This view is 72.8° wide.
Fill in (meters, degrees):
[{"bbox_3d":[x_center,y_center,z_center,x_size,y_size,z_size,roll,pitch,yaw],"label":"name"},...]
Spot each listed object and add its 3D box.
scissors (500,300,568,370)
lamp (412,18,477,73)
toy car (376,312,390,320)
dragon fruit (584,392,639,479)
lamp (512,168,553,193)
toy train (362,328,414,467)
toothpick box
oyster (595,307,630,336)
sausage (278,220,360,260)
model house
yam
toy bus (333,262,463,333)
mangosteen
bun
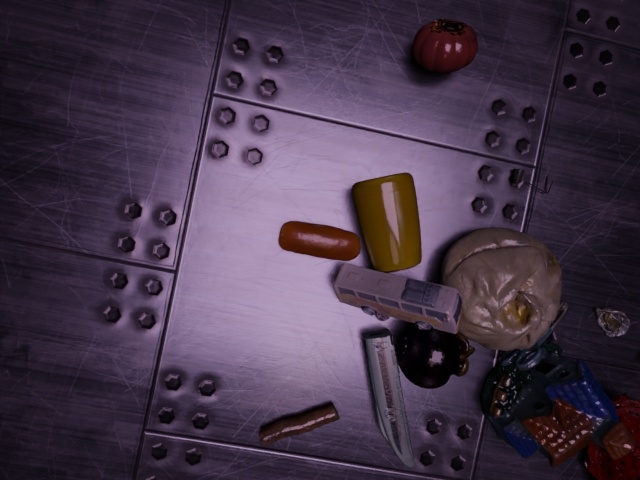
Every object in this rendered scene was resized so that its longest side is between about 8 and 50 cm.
[{"bbox_3d":[0.658,0.282,1.304,0.289,0.138,0.041,-40,94,-18],"label":"scissors"},{"bbox_3d":[0.352,-0.545,1.237,0.182,0.140,0.182,0,46,0],"label":"lamp"},{"bbox_3d":[0.206,0.205,1.298,0.093,0.025,0.041,-34,92,-7],"label":"toy car"},{"bbox_3d":[0.932,0.619,1.339,0.286,0.228,0.329,-30,71,-35],"label":"dragon fruit"},{"bbox_3d":[0.642,-0.181,1.325,0.121,0.041,0.054,12,98,-2],"label":"lamp"},{"bbox_3d":[0.201,0.472,1.272,0.088,0.086,0.406,-11,92,0],"label":"toy train"},{"bbox_3d":[0.195,-0.044,1.222,0.175,0.175,0.271,-12,95,-4],"label":"toothpick box"},{"bbox_3d":[0.910,0.254,1.359,0.098,0.037,0.100,-2,112,13],"label":"oyster"},{"bbox_3d":[0.000,0.000,1.247,0.238,0.098,0.098,10,90,-3],"label":"sausage"},{"bbox_3d":[0.652,0.472,1.192,0.295,0.329,0.251,-31,97,-5],"label":"model house"},{"bbox_3d":[-0.063,0.540,1.273,0.241,0.057,0.056,-17,92,-6],"label":"yam"},{"bbox_3d":[0.209,0.153,1.185,0.343,0.138,0.097,11,58,25],"label":"toy bus"},{"bbox_3d":[0.334,0.326,1.234,0.231,0.194,0.194,11,90,-10],"label":"mangosteen"},{"bbox_3d":[0.520,0.137,1.228,0.365,0.219,0.365,0,91,-8],"label":"bun"}]
